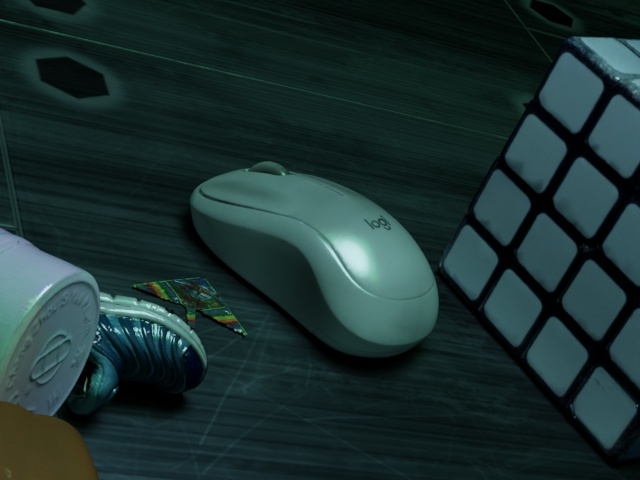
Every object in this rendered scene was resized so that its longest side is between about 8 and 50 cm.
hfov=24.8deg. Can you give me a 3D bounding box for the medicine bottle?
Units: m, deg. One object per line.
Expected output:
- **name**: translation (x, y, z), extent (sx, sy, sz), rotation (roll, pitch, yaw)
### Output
- **medicine bottle**: translation (-0.315, 0.043, 1.128), extent (0.254, 0.152, 0.152), rotation (23, 27, 16)

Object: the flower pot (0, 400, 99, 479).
- **flower pot**: translation (-0.221, 0.204, 0.978), extent (0.191, 0.190, 0.173), rotation (21, 16, -10)

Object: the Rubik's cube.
- **Rubik's cube**: translation (0.402, 0.001, 1.618), extent (0.344, 0.337, 0.344), rotation (-3, 41, -43)

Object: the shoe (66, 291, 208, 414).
- **shoe**: translation (-0.196, 0.101, 1.254), extent (0.207, 0.091, 0.106), rotation (16, 56, -27)

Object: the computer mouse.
- **computer mouse**: translation (0.000, 0.000, 1.523), extent (0.184, 0.121, 0.297), rotation (-13, 48, -47)

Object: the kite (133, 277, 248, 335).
- **kite**: translation (-0.126, 0.060, 1.440), extent (0.122, 0.004, 0.090), rotation (21, 30, -9)
